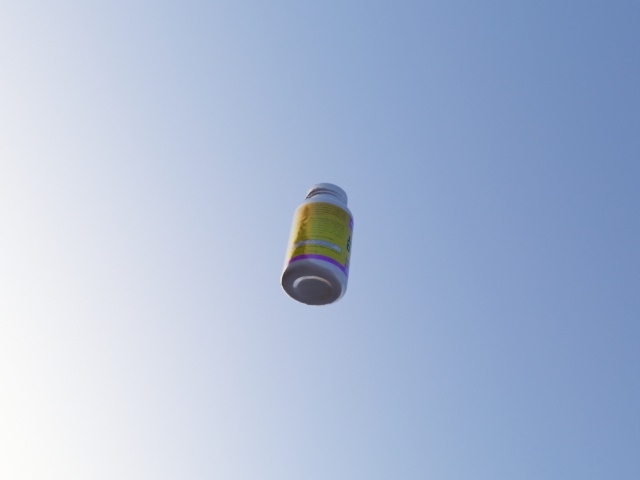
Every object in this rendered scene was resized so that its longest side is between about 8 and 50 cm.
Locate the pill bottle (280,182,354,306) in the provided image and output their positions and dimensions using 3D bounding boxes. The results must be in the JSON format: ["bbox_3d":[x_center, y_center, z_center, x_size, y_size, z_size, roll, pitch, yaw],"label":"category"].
[{"bbox_3d":[0.000,0.000,0.420,0.044,0.083,0.043,5,-41,4],"label":"pill bottle"}]
